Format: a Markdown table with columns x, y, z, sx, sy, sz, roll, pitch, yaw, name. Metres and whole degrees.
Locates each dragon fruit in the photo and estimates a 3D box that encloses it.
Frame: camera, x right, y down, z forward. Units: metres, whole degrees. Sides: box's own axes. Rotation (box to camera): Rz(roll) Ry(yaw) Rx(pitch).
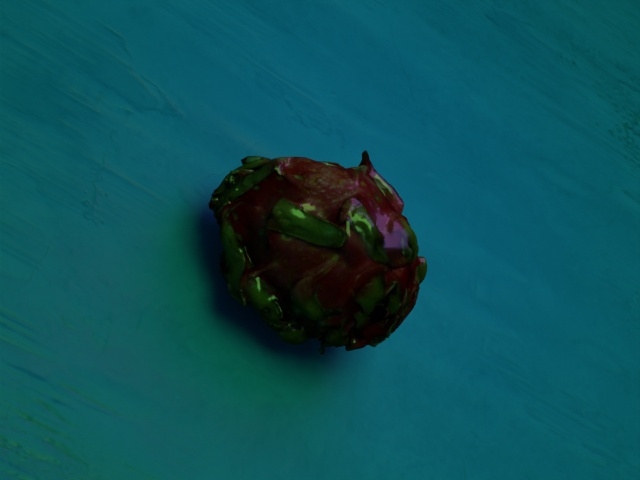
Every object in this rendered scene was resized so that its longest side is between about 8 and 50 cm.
| x | y | z | sx | sy | sz | roll | pitch | yaw | name |
| --- | --- | --- | --- | --- | --- | --- | --- | --- | --- |
| -0.006 | 0.010 | 1.936 | 0.303 | 0.237 | 0.231 | 32 | 24 | -5 | dragon fruit |
